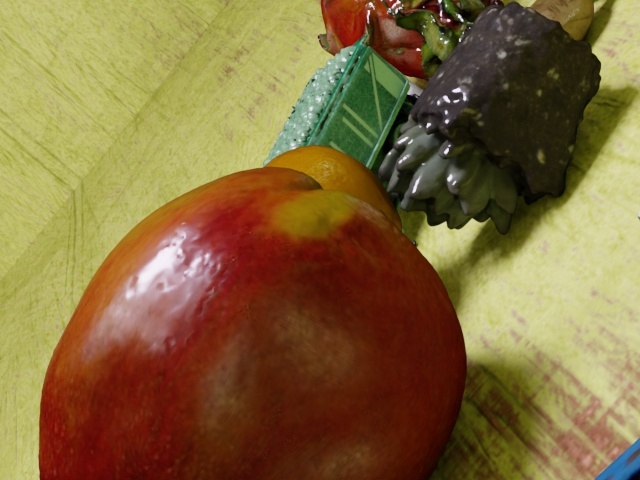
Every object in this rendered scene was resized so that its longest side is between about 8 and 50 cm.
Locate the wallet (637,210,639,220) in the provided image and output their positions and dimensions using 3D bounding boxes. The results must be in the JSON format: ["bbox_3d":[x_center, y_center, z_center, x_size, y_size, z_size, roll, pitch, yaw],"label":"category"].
[{"bbox_3d":[0.293,-0.043,0.926,0.236,0.055,0.160,-49,19,29],"label":"wallet"}]

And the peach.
[{"bbox_3d":[-0.059,0.116,1.099,0.332,0.308,0.308,-51,17,-6],"label":"peach"}]

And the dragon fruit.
[{"bbox_3d":[0.095,-0.264,1.644,0.198,0.200,0.269,-53,18,2],"label":"dragon fruit"}]

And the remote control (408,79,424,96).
[{"bbox_3d":[0.035,-0.077,1.673,0.230,0.049,0.090,-53,14,-1],"label":"remote control"}]

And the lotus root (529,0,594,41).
[{"bbox_3d":[0.208,-0.187,1.428,0.152,0.063,0.072,-50,2,0],"label":"lotus root"}]

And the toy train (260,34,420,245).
[{"bbox_3d":[0.024,-0.058,1.482,0.115,0.154,0.269,-34,24,52],"label":"toy train"}]

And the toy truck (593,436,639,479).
[{"bbox_3d":[0.121,0.221,0.667,0.385,0.161,0.162,-47,6,14],"label":"toy truck"}]

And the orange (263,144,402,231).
[{"bbox_3d":[0.000,0.000,1.291,0.136,0.159,0.159,14,57,24],"label":"orange"}]

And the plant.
[{"bbox_3d":[0.144,-0.092,1.279,0.194,0.132,0.129,-59,13,-2],"label":"plant"}]
